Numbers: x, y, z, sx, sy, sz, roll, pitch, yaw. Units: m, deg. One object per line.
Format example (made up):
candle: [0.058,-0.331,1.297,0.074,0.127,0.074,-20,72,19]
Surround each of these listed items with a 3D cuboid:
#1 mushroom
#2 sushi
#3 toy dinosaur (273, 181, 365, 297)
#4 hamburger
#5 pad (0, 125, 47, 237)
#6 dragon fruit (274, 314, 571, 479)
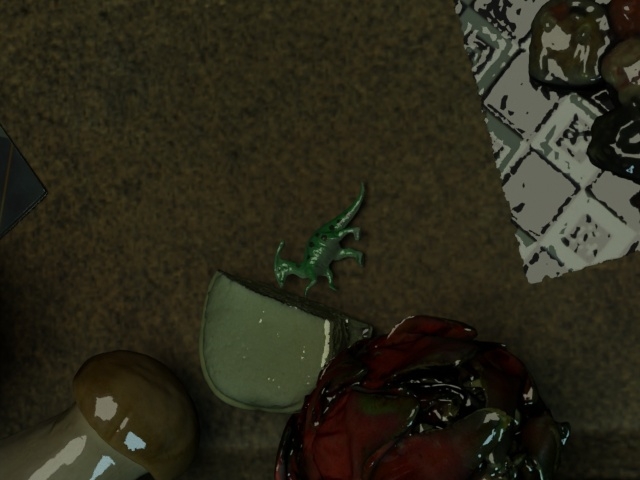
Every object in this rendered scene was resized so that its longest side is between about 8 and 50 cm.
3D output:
mushroom: [-0.230,0.204,1.209,0.350,0.128,0.128,-38,73,13]
sushi: [0.205,-0.110,1.098,0.231,0.047,0.219,-18,79,20]
toy dinosaur: [0.000,0.000,1.187,0.062,0.021,0.083,2,74,20]
hamburger: [-0.033,0.076,1.180,0.121,0.054,0.084,23,98,25]
pad: [-0.328,-0.075,1.339,0.163,0.004,0.243,-42,71,14]
dragon fruit: [0.064,0.134,1.068,0.189,0.182,0.182,-6,83,30]
